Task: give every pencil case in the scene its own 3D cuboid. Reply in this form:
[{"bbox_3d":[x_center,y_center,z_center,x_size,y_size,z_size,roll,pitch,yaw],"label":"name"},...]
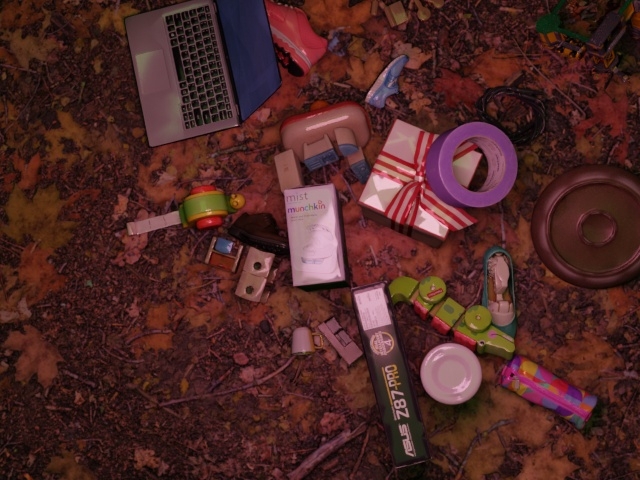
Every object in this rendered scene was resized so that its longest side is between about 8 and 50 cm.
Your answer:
[{"bbox_3d":[0.544,0.361,1.830,0.236,0.104,0.104,27,86,7],"label":"pencil case"}]

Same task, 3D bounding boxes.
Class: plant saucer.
[{"bbox_3d":[0.672,-0.031,1.847,0.311,0.050,0.310,2,96,15],"label":"plant saucer"}]

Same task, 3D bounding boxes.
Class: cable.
[{"bbox_3d":[0.485,-0.323,1.952,0.185,0.047,0.150,9,89,4],"label":"cable"}]

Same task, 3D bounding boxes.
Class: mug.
[{"bbox_3d":[-0.040,0.256,1.928,0.062,0.078,0.064,-18,70,36],"label":"mug"}]

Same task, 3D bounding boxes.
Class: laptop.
[{"bbox_3d":[-0.315,-0.489,1.950,0.408,0.236,0.381,-13,81,4],"label":"laptop"}]

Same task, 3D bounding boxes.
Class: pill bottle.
[{"bbox_3d":[0.300,0.308,1.785,0.137,0.245,0.136,-1,83,6],"label":"pill bottle"}]

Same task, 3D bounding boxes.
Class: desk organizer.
[{"bbox_3d":[0.051,0.252,1.918,0.050,0.047,0.130,-40,81,-2],"label":"desk organizer"}]

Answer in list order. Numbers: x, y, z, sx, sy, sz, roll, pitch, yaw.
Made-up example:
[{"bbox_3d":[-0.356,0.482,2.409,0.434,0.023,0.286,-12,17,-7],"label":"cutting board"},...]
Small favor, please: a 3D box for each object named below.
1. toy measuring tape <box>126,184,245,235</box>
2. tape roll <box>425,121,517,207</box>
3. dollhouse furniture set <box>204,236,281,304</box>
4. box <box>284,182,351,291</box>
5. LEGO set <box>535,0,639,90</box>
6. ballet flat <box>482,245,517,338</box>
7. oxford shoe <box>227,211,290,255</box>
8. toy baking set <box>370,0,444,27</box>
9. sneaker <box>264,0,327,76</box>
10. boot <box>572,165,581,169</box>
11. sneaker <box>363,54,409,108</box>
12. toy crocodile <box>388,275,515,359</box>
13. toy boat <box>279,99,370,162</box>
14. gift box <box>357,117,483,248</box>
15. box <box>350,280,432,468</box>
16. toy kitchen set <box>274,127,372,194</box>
[{"bbox_3d":[-0.357,-0.071,1.964,0.330,0.121,0.121,-13,82,4],"label":"toy measuring tape"},{"bbox_3d":[0.336,-0.166,1.692,0.189,0.080,0.188,0,90,-15],"label":"tape roll"},{"bbox_3d":[-0.213,0.074,1.923,0.184,0.129,0.128,18,85,6],"label":"dollhouse furniture set"},{"bbox_3d":[0.000,0.000,1.846,0.127,0.262,0.230,-8,83,5],"label":"box"},{"bbox_3d":[0.720,-0.552,1.915,0.255,0.192,0.331,27,82,38],"label":"LEGO set"},{"bbox_3d":[0.440,0.133,1.873,0.083,0.087,0.247,-4,83,5],"label":"ballet flat"},{"bbox_3d":[-0.140,-0.027,1.911,0.227,0.083,0.096,22,77,42],"label":"oxford shoe"},{"bbox_3d":[0.233,-0.688,2.027,0.197,0.030,0.256,3,84,3],"label":"toy baking set"},{"bbox_3d":[-0.108,-0.579,2.020,0.136,0.116,0.314,-41,86,-13],"label":"sneaker"},{"bbox_3d":[0.698,-0.085,1.890,0.198,0.077,0.137,26,92,20],"label":"boot"},{"bbox_3d":[0.184,-0.414,1.990,0.073,0.063,0.162,36,92,-9],"label":"sneaker"},{"bbox_3d":[0.317,0.189,1.845,0.341,0.115,0.105,33,71,18],"label":"toy crocodile"},{"bbox_3d":[0.006,-0.302,1.960,0.231,0.151,0.151,-16,51,3],"label":"toy boat"},{"bbox_3d":[0.259,-0.134,1.838,0.277,0.258,0.255,19,85,9],"label":"gift box"},{"bbox_3d":[0.159,0.300,1.764,0.097,0.318,0.394,-15,83,3],"label":"box"},{"bbox_3d":[0.018,-0.163,1.912,0.207,0.166,0.122,-22,53,13],"label":"toy kitchen set"}]
